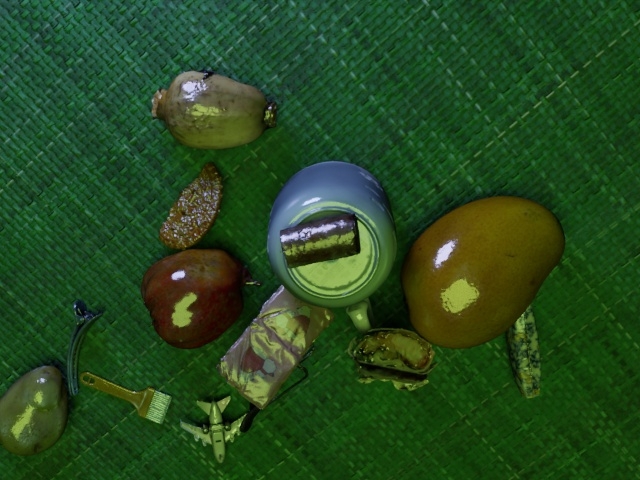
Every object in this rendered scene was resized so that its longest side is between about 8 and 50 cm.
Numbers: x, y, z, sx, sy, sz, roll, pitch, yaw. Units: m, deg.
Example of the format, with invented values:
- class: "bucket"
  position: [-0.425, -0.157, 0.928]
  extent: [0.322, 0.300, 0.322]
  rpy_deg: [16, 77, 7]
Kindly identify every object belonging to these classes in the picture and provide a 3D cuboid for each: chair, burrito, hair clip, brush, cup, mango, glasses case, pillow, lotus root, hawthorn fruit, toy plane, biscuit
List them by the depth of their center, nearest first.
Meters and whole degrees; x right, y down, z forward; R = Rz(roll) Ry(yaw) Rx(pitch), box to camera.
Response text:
- class: "lotus root"
  position: [-0.216, -0.262, 1.465]
  extent: [0.257, 0.140, 0.154]
  rpy_deg: [1, 112, -5]
- class: "cup"
  position: [0.039, 0.035, 1.471]
  extent: [0.260, 0.274, 0.356]
  rpy_deg: [-19, 103, 7]
- class: "pillow"
  position: [-0.093, 0.209, 1.497]
  extent: [0.135, 0.049, 0.248]
  rpy_deg: [40, 76, -7]
- class: "mango"
  position: [0.331, 0.056, 1.504]
  extent: [0.378, 0.221, 0.263]
  rpy_deg: [-36, 91, -4]
- class: "burrito"
  position: [0.155, 0.252, 1.521]
  extent: [0.175, 0.347, 0.107]
  rpy_deg: [-4, 71, 6]
- class: "biscuit"
  position: [-0.266, -0.060, 1.540]
  extent: [0.025, 0.126, 0.206]
  rpy_deg: [21, 108, -49]
- class: "hawthorn fruit"
  position: [-0.246, 0.116, 1.545]
  extent: [0.248, 0.208, 0.207]
  rpy_deg: [-16, 105, -13]
- class: "glasses case"
  position: [0.446, 0.227, 1.615]
  extent: [0.065, 0.087, 0.247]
  rpy_deg: [-12, 107, -1]
- class: "chair"
  position: [-0.138, 0.294, 1.620]
  extent: [0.145, 0.140, 0.221]
  rpy_deg: [40, 107, -6]
- class: "hair clip"
  position: [-0.549, 0.250, 1.664]
  extent: [0.070, 0.039, 0.229]
  rpy_deg: [24, 111, 15]
- class: "toy plane"
  position: [-0.240, 0.443, 1.699]
  extent: [0.162, 0.065, 0.171]
  rpy_deg: [-7, 101, -9]
- class: "brush"
  position: [-0.457, 0.357, 1.705]
  extent: [0.218, 0.010, 0.082]
  rpy_deg: [23, 105, -4]

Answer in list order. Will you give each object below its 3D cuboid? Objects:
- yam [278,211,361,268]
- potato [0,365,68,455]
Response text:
- class: "yam"
  position: [0.000, 0.002, 1.282]
  extent: [0.141, 0.079, 0.079]
  rpy_deg: [-12, 105, 6]
- class: "potato"
  position: [-0.642, 0.374, 1.641]
  extent: [0.157, 0.157, 0.193]
  rpy_deg: [22, 106, -5]
